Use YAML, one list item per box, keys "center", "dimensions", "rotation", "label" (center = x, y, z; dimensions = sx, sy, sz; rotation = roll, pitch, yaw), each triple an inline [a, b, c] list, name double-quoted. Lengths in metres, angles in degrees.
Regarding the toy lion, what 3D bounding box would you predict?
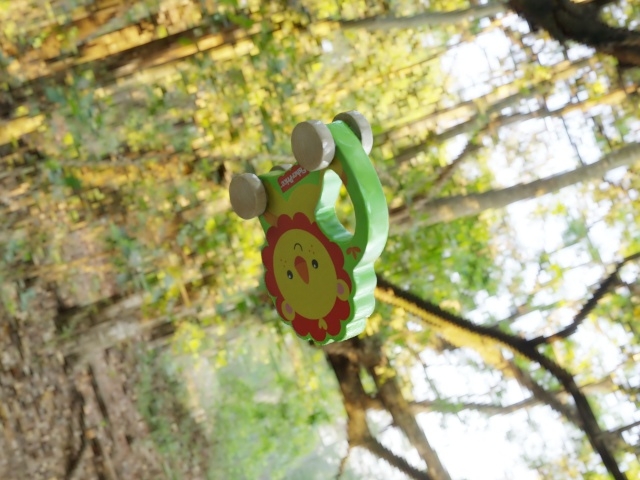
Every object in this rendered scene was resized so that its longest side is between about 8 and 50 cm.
- center: [0.000, 0.000, 0.520]
  dimensions: [0.100, 0.034, 0.096]
  rotation: [-34, -103, 51]
  label: "toy lion"
